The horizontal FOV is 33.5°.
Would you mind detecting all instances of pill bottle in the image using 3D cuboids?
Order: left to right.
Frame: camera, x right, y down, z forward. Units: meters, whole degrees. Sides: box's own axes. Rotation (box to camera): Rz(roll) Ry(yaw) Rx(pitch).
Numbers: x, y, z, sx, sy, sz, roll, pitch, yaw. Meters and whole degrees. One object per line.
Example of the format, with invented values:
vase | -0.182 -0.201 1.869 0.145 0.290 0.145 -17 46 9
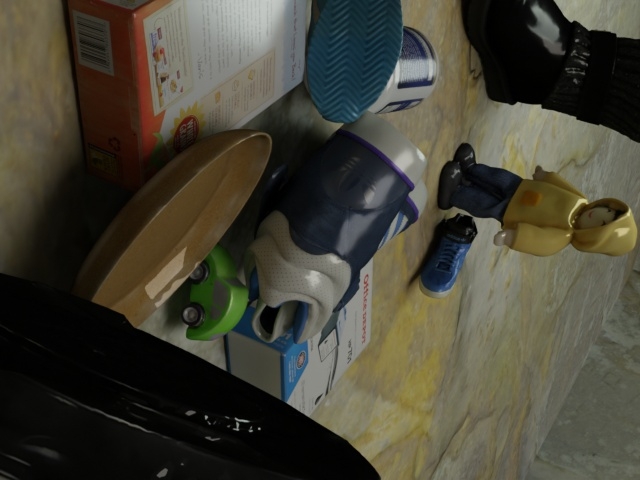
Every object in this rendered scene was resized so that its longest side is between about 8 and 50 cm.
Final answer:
pill bottle | 0.052 -0.179 1.118 0.169 0.094 0.094 -19 125 -60

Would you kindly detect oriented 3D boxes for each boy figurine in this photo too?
boy figurine | 0.312 -0.043 1.536 0.177 0.285 0.092 -46 146 -37

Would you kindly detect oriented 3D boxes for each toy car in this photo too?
toy car | -0.102 0.112 1.009 0.239 0.053 0.225 13 83 -76

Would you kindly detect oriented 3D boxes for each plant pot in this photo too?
plant pot | -0.127 -0.003 0.862 0.236 0.032 0.236 -49 172 -9

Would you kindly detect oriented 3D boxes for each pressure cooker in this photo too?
pressure cooker | -0.196 0.250 0.604 0.370 0.375 0.420 27 87 -36

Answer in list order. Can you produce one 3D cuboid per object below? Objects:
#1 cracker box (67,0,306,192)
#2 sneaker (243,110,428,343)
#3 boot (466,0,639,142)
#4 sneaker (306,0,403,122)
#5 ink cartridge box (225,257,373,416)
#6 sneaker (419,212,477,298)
cracker box | -0.097 -0.160 0.857 0.232 0.067 0.156 -43 146 -44
sneaker | 0.000 0.000 1.116 0.236 0.130 0.323 -52 175 -4
boot | 0.360 -0.275 1.484 0.131 0.260 0.348 -65 155 -12
sneaker | 0.031 -0.221 1.001 0.092 0.087 0.229 161 -65 -83
ink cartridge box | -0.020 0.108 1.203 0.190 0.082 0.140 -45 145 -41
sneaker | 0.193 0.016 1.598 0.152 0.058 0.085 -49 154 -46
